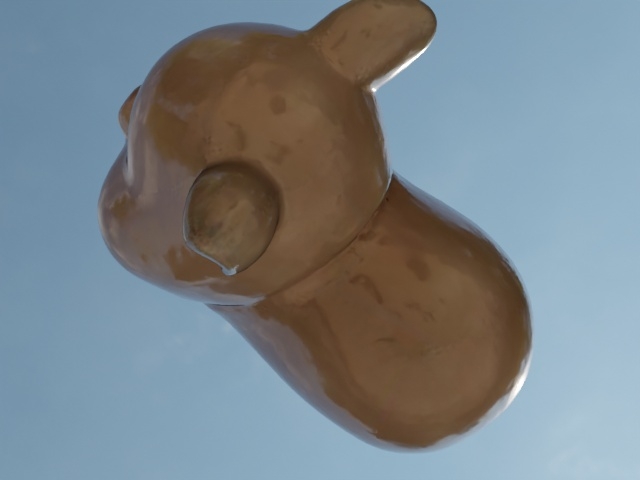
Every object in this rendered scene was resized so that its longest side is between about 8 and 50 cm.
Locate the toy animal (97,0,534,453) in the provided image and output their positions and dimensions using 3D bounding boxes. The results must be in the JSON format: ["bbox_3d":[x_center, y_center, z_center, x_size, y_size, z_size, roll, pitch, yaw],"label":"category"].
[{"bbox_3d":[0.000,0.000,0.896,0.326,0.269,0.237,34,-119,12],"label":"toy animal"}]
